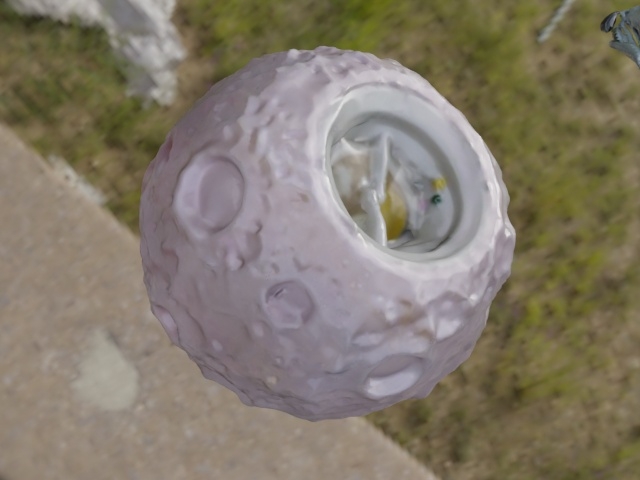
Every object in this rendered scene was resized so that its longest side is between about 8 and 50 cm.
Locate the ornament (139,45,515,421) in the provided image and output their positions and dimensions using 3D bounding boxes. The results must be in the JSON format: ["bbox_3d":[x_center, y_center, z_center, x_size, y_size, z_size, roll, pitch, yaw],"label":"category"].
[{"bbox_3d":[0.000,0.000,1.176,0.259,0.225,0.259,15,61,-28],"label":"ornament"}]

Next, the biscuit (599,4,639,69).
[{"bbox_3d":[0.411,-0.182,1.470,0.186,0.309,0.079,-103,-178,-60],"label":"biscuit"}]
